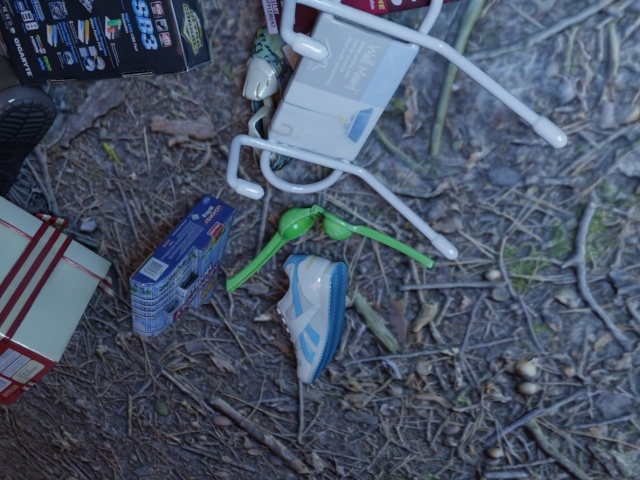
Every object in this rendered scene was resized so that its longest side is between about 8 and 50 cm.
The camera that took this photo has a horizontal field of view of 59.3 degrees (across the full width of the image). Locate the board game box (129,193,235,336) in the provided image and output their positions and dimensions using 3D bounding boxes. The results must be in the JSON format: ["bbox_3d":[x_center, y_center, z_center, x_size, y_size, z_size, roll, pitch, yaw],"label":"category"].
[{"bbox_3d":[-0.214,0.060,0.883,0.060,0.194,0.194,26,140,7],"label":"board game box"}]

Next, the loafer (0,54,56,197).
[{"bbox_3d":[-0.566,-0.164,0.925,0.365,0.133,0.130,-33,77,25],"label":"loafer"}]

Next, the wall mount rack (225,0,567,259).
[{"bbox_3d":[0.068,-0.117,0.628,0.304,0.131,0.350,13,140,-18],"label":"wall mount rack"}]

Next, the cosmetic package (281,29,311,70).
[{"bbox_3d":[0.008,-0.203,0.697,0.060,0.041,0.115,-17,112,28],"label":"cosmetic package"}]

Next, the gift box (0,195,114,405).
[{"bbox_3d":[-0.536,0.112,0.988,0.255,0.258,0.276,-30,124,31],"label":"gift box"}]

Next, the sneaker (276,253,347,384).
[{"bbox_3d":[-0.017,0.123,0.885,0.092,0.087,0.229,17,118,21],"label":"sneaker"}]

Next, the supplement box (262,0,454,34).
[{"bbox_3d":[0.048,-0.309,0.598,0.239,0.073,0.130,-2,118,22],"label":"supplement box"}]

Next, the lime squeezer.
[{"bbox_3d":[0.000,0.000,0.790,0.310,0.110,0.059,-7,153,20],"label":"lime squeezer"}]

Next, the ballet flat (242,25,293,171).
[{"bbox_3d":[-0.069,-0.175,0.728,0.070,0.070,0.189,4,120,20],"label":"ballet flat"}]

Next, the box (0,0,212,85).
[{"bbox_3d":[-0.309,-0.357,0.716,0.293,0.073,0.296,1,119,21],"label":"box"}]
